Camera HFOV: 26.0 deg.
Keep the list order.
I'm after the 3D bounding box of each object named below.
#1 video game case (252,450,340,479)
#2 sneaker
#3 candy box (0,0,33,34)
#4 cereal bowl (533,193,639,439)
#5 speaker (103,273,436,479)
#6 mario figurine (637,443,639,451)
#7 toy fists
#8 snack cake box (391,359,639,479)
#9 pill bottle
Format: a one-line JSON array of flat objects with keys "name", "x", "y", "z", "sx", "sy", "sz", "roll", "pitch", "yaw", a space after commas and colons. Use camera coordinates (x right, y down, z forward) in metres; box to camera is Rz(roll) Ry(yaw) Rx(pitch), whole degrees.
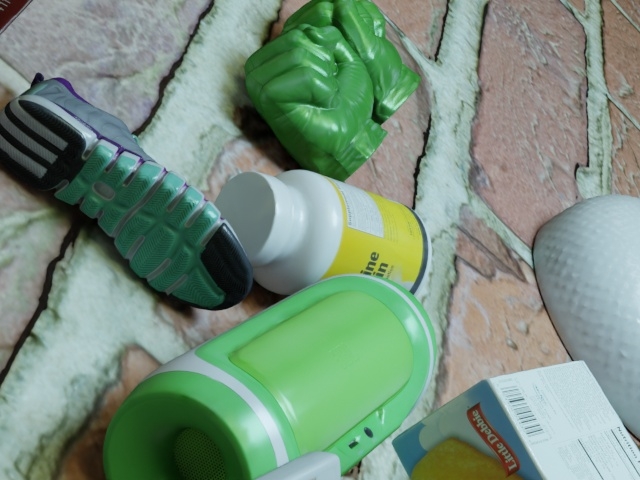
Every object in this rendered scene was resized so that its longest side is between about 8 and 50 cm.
[{"name": "video game case", "x": -0.048, "y": 0.244, "z": 0.763, "sx": 0.227, "sy": 0.026, "sz": 0.206, "roll": -14, "pitch": 103, "yaw": -58}, {"name": "sneaker", "x": -0.133, "y": -0.044, "z": 1.032, "sx": 0.223, "sy": 0.083, "sz": 0.098, "roll": 41, "pitch": 25, "yaw": -16}, {"name": "candy box", "x": -0.230, "y": -0.311, "z": 1.089, "sx": 0.087, "sy": 0.183, "sz": 0.316, "roll": 34, "pitch": 33, "yaw": -29}, {"name": "cereal bowl", "x": 0.406, "y": 0.082, "z": 1.589, "sx": 0.339, "sy": 0.141, "sz": 0.339, "roll": 36, "pitch": 32, "yaw": -27}, {"name": "speaker", "x": -0.022, "y": 0.110, "z": 0.964, "sx": 0.131, "sy": 0.131, "sz": 0.296, "roll": 54, "pitch": 29, "yaw": 6}, {"name": "mario figurine", "x": 0.385, "y": 0.330, "z": 1.250, "sx": 0.198, "sy": 0.170, "sz": 0.320, "roll": 15, "pitch": 43, "yaw": -50}, {"name": "toy fists", "x": 0.014, "y": -0.162, "z": 1.357, "sx": 0.142, "sy": 0.096, "sz": 0.279, "roll": 45, "pitch": 31, "yaw": -8}, {"name": "snack cake box", "x": 0.174, "y": 0.214, "z": 0.894, "sx": 0.152, "sy": 0.089, "sz": 0.264, "roll": 1, "pitch": 56, "yaw": -56}, {"name": "pill bottle", "x": 0.000, "y": 0.000, "z": 1.143, "sx": 0.184, "sy": 0.103, "sz": 0.103, "roll": 16, "pitch": 44, "yaw": -46}]
